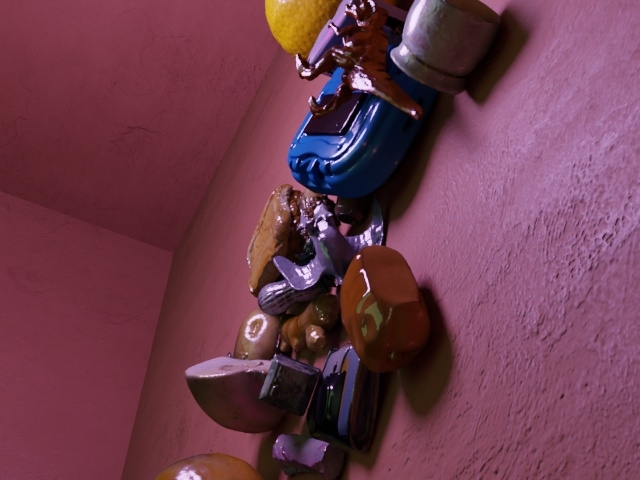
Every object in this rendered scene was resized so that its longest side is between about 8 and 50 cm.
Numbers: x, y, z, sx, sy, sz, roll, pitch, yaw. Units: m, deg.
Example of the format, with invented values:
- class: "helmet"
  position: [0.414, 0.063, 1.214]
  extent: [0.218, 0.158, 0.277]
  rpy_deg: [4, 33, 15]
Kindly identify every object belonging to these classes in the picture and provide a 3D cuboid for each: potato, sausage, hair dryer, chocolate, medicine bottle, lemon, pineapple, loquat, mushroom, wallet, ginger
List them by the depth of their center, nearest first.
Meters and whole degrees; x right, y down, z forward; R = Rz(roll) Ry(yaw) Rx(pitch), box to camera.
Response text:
- class: "sausage"
  position: [0.093, 0.103, 1.305]
  extent: [0.241, 0.120, 0.136]
  rpy_deg: [-108, 27, -65]
- class: "wallet"
  position: [0.033, 0.250, 1.417]
  extent: [0.231, 0.069, 0.170]
  rpy_deg: [161, 123, -71]
- class: "medicine bottle"
  position: [0.206, -0.333, 1.429]
  extent: [0.147, 0.147, 0.143]
  rpy_deg: [-94, 25, -56]
- class: "loquat"
  position: [-0.201, 0.521, 1.569]
  extent: [0.263, 0.263, 0.263]
  rpy_deg: [-159, 90, -74]
- class: "hair dryer"
  position: [0.094, -0.107, 1.687]
  extent: [0.181, 0.064, 0.117]
  rpy_deg: [-29, 43, 59]
- class: "ginger"
  position: [-0.028, 0.170, 1.730]
  extent: [0.118, 0.065, 0.299]
  rpy_deg: [-65, 11, -15]
- class: "mushroom"
  position: [-0.169, 0.326, 1.734]
  extent: [0.236, 0.173, 0.162]
  rpy_deg: [-6, 95, 47]
- class: "pineapple"
  position: [-0.001, 0.000, 1.747]
  extent: [0.103, 0.083, 0.221]
  rpy_deg: [66, -155, -53]
- class: "chocolate"
  position: [-0.057, 0.103, 1.799]
  extent: [0.167, 0.072, 0.072]
  rpy_deg: [-27, 33, 18]
- class: "potato"
  position: [-0.142, 0.249, 1.894]
  extent: [0.138, 0.098, 0.243]
  rpy_deg: [109, 174, -64]
- class: "lemon"
  position: [0.028, -0.574, 2.034]
  extent: [0.336, 0.336, 0.336]
  rpy_deg: [-159, 90, -74]

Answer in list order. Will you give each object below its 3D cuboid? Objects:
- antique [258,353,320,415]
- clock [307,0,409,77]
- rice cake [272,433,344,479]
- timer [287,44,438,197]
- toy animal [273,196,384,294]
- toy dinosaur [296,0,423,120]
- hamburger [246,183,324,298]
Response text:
- class: "antique"
  position: [-0.054, 0.259, 1.558]
  extent: [0.183, 0.086, 0.088]
  rpy_deg: [84, -154, -83]
- class: "clock"
  position: [0.100, -0.414, 1.813]
  extent: [0.253, 0.186, 0.083]
  rpy_deg: [139, 146, -58]
- class: "rice cake"
  position: [-0.029, 0.378, 1.492]
  extent: [0.290, 0.051, 0.081]
  rpy_deg: [158, 123, -69]
- class: "timer"
  position: [0.074, -0.234, 1.683]
  extent: [0.309, 0.115, 0.340]
  rpy_deg: [-61, 26, -7]
- class: "toy animal"
  position: [0.018, 0.025, 1.600]
  extent: [0.239, 0.176, 0.255]
  rpy_deg: [-24, 23, 12]
- class: "toy dinosaur"
  position: [0.059, -0.294, 1.546]
  extent: [0.208, 0.097, 0.432]
  rpy_deg: [-24, 47, 16]
- class: "hamburger"
  position: [-0.070, 0.001, 1.945]
  extent: [0.283, 0.144, 0.259]
  rpy_deg: [-100, 29, -53]
